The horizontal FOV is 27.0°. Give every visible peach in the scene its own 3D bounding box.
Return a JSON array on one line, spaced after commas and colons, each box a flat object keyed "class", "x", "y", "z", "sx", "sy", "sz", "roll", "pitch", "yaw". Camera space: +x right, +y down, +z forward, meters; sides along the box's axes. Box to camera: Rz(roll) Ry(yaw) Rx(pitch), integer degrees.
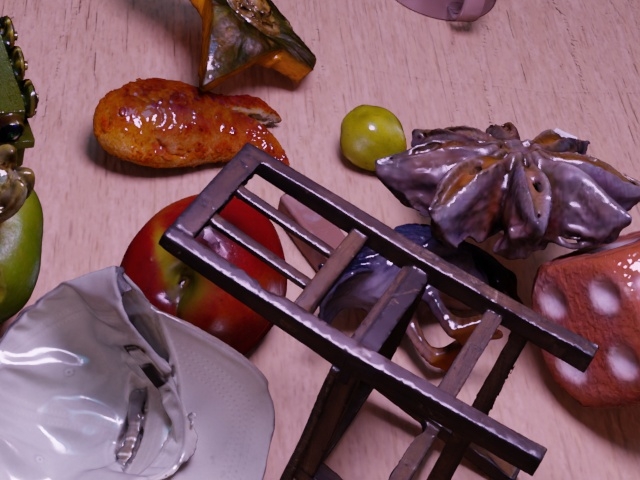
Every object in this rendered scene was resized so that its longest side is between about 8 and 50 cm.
[{"class": "peach", "x": -0.130, "y": 0.048, "z": 1.524, "sx": 0.189, "sy": 0.226, "sz": 0.196, "roll": -20, "pitch": 84, "yaw": 10}]

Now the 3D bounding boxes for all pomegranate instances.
[{"class": "pomegranate", "x": -0.390, "y": -0.024, "z": 1.413, "sx": 0.236, "sy": 0.302, "sz": 0.236, "roll": 17, "pitch": 56, "yaw": -27}]

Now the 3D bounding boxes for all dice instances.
[{"class": "dice", "x": 0.362, "y": 0.086, "z": 1.529, "sx": 0.175, "sy": 0.174, "sz": 0.179, "roll": -15, "pitch": 91, "yaw": -38}]

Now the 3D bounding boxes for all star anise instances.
[{"class": "star anise", "x": 0.226, "y": -0.060, "z": 1.587, "sx": 0.331, "sy": 0.118, "sz": 0.332, "roll": 2, "pitch": 21, "yaw": -1}]

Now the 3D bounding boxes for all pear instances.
[{"class": "pear", "x": 0.071, "y": -0.133, "z": 1.791, "sx": 0.092, "sy": 0.092, "sz": 0.097, "roll": -27, "pitch": 73, "yaw": -34}]

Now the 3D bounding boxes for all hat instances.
[{"class": "hat", "x": -0.193, "y": 0.193, "z": 1.368, "sx": 0.301, "sy": 0.168, "sz": 0.258, "roll": 25, "pitch": 65, "yaw": -22}]

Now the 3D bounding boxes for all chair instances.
[{"class": "chair", "x": 0.031, "y": 0.128, "z": 1.372, "sx": 0.416, "sy": 0.241, "sz": 0.203, "roll": 31, "pitch": 46, "yaw": 9}]

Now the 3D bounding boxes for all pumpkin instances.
[{"class": "pumpkin", "x": -0.118, "y": -0.303, "z": 1.854, "sx": 0.258, "sy": 0.095, "sz": 0.290, "roll": 15, "pitch": 38, "yaw": -51}]

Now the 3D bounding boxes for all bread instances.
[{"class": "bread", "x": -0.166, "y": -0.153, "z": 1.742, "sx": 0.268, "sy": 0.095, "sz": 0.139, "roll": 0, "pitch": 53, "yaw": -20}]

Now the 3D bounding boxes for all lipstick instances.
[{"class": "lipstick", "x": 0.000, "y": 0.000, "z": 1.661, "sx": 0.045, "sy": 0.045, "sz": 0.145, "roll": -19, "pitch": 53, "yaw": -27}]

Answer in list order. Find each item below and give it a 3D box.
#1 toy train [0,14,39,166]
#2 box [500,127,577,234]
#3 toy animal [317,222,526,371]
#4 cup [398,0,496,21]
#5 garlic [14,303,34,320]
[{"class": "toy train", "x": -0.419, "y": -0.187, "z": 1.684, "sx": 0.090, "sy": 0.137, "sz": 0.225, "roll": -6, "pitch": 51, "yaw": -25}, {"class": "box", "x": 0.291, "y": -0.074, "z": 1.782, "sx": 0.040, "sy": 0.084, "sz": 0.154, "roll": 28, "pitch": 45, "yaw": 15}, {"class": "toy animal", "x": 0.122, "y": 0.059, "z": 1.579, "sx": 0.298, "sy": 0.122, "sz": 0.185, "roll": 5, "pitch": 47, "yaw": -25}, {"class": "cup", "x": 0.214, "y": -0.459, "z": 2.068, "sx": 0.191, "sy": 0.200, "sz": 0.253, "roll": 1, "pitch": 46, "yaw": -13}, {"class": "garlic", "x": -0.290, "y": 0.116, "z": 1.455, "sx": 0.084, "sy": 0.066, "sz": 0.152, "roll": -6, "pitch": 45, "yaw": -22}]
